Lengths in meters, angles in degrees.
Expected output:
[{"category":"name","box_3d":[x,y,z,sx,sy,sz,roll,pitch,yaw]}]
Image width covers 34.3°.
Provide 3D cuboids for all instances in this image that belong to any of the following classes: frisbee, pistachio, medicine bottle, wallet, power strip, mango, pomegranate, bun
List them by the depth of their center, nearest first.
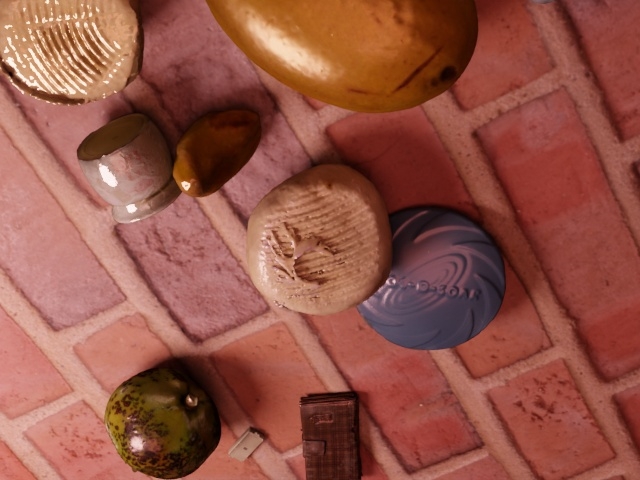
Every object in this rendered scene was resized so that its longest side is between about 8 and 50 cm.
[{"category":"mango","box_3d":[0.020,-0.359,1.569,0.445,0.220,0.301,24,121,-10]},{"category":"bun","box_3d":[-0.395,-0.346,1.615,0.259,0.152,0.259,-3,125,-4]},{"category":"medicine bottle","box_3d":[-0.318,-0.121,1.756,0.147,0.147,0.143,-19,123,12]},{"category":"pistachio","box_3d":[-0.178,-0.150,1.761,0.100,0.189,0.110,31,162,24]},{"category":"bun","box_3d":[-0.005,-0.003,1.820,0.273,0.168,0.272,-1,109,-4]},{"category":"frisbee","box_3d":[0.196,0.079,1.900,0.290,0.049,0.289,2,111,6]},{"category":"pomegranate","box_3d":[-0.315,0.360,2.047,0.222,0.276,0.204,46,73,-3]},{"category":"wallet","box_3d":[0.022,0.414,2.141,0.124,0.042,0.230,-4,122,-1]},{"category":"power strip","box_3d":[-0.155,0.426,2.164,0.040,0.016,0.090,33,115,-17]}]

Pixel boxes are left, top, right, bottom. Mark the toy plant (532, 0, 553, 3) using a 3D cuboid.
[{"category":"toy plant","box_3d":[0.320,-0.479,1.507,0.332,0.247,0.247,35,116,-27]}]
